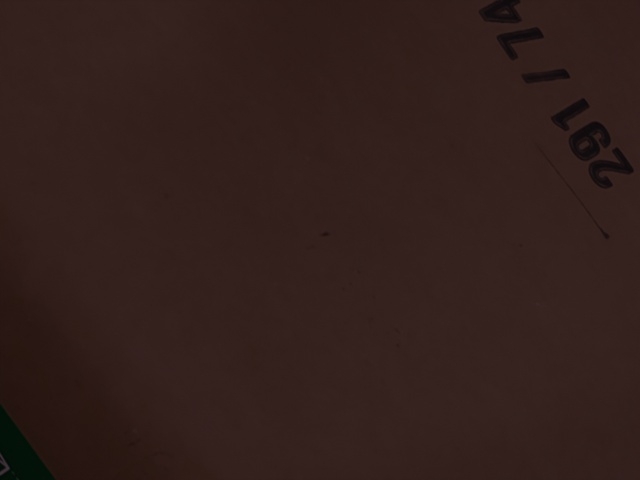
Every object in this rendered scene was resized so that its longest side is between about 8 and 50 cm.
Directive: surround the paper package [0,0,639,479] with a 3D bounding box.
[{"bbox_3d":[0.000,0.000,0.550,0.168,0.325,0.309,-36,1,45],"label":"paper package"}]
